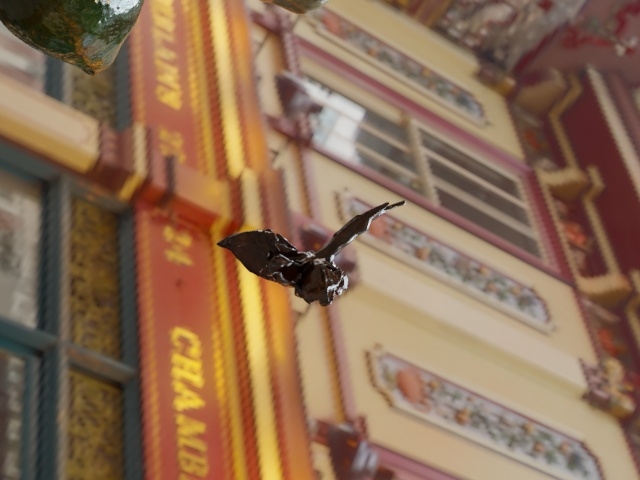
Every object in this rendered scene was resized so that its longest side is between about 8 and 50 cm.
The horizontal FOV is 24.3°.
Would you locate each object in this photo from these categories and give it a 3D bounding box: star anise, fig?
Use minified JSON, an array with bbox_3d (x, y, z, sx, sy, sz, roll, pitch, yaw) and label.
[{"bbox_3d":[0.003,0.000,1.577,0.158,0.140,0.144,28,-83,40],"label":"star anise"},{"bbox_3d":[-0.259,-0.275,1.610,0.195,0.245,0.195,-12,-139,11],"label":"fig"}]

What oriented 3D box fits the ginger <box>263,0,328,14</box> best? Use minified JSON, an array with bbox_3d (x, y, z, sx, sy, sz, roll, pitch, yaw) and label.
[{"bbox_3d":[-0.070,-0.396,1.772,0.155,0.244,0.304,-42,-161,11],"label":"ginger"}]
